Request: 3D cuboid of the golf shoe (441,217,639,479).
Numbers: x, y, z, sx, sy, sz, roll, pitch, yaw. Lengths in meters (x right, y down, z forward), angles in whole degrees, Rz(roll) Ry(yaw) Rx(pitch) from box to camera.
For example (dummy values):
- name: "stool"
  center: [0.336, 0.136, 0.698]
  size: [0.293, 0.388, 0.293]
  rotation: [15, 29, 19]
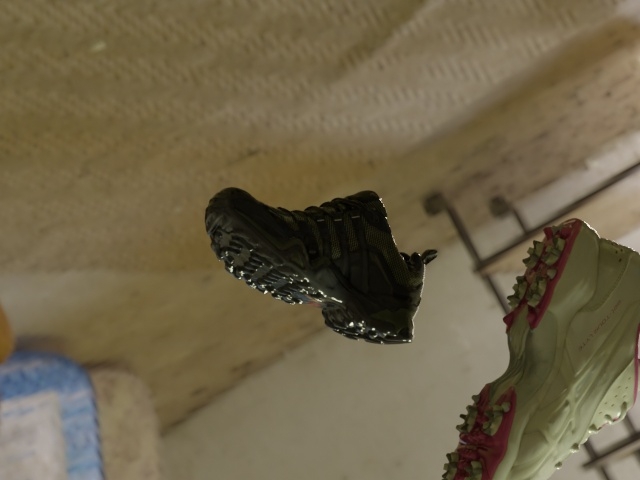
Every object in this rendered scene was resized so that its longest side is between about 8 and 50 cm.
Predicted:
- name: "golf shoe"
  center: [0.202, 0.141, 1.365]
  size: [0.115, 0.140, 0.306]
  rotation: [-144, -104, -78]

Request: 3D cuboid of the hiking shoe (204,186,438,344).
- name: "hiking shoe"
  center: [0.000, 0.000, 1.377]
  size: [0.227, 0.114, 0.086]
  rotation: [34, 155, -31]
